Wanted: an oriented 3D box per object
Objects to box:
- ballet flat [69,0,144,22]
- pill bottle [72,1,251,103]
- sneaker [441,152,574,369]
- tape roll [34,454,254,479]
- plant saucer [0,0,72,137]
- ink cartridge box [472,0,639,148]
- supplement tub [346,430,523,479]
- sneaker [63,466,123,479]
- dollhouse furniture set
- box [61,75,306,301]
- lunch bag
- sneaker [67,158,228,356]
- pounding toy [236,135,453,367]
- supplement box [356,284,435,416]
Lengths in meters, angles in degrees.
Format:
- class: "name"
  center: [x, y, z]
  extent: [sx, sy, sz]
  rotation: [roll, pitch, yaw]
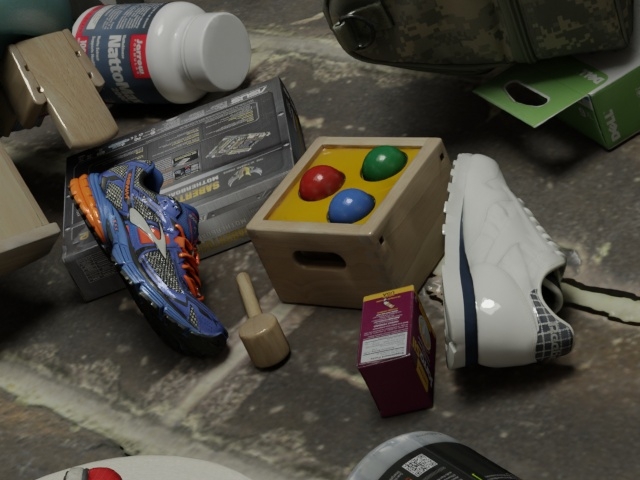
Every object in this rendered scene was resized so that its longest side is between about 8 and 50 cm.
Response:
- class: "ballet flat"
  center: [-0.306, -0.334, 2.007]
  extent: [0.095, 0.096, 0.280]
  rotation: [-33, 34, -14]
- class: "pill bottle"
  center: [-0.168, -0.197, 1.710]
  extent: [0.180, 0.108, 0.108]
  rotation: [3, 42, 36]
- class: "sneaker"
  center: [0.140, 0.015, 1.248]
  extent: [0.094, 0.090, 0.235]
  rotation: [-4, 39, 6]
- class: "tape roll"
  center: [-0.169, 0.299, 1.042]
  extent: [0.392, 0.072, 0.392]
  rotation: [-17, 33, 12]
- class: "plant saucer"
  center: [-0.374, -0.141, 1.582]
  extent: [0.317, 0.317, 0.044]
  rotation: [-31, 75, -9]
- class: "ink cartridge box"
  center: [0.250, -0.143, 1.402]
  extent: [0.209, 0.062, 0.109]
  rotation: [-32, 33, -10]
- class: "supplement tub"
  center: [0.101, 0.198, 0.965]
  extent: [0.117, 0.117, 0.190]
  rotation: [-37, 34, -19]
- class: "sneaker"
  center: [-0.081, 0.226, 0.958]
  extent: [0.118, 0.107, 0.279]
  rotation: [-14, 33, -19]
- class: "dollhouse furniture set"
  center: [-0.356, -0.010, 1.571]
  extent: [0.286, 0.198, 0.303]
  rotation: [-22, -17, -35]
- class: "box"
  center: [-0.126, -0.052, 1.525]
  extent: [0.231, 0.056, 0.183]
  rotation: [-21, 34, 6]
- class: "lunch bag"
  center: [0.134, -0.298, 1.417]
  extent: [0.256, 0.212, 0.305]
  rotation: [-7, 48, 18]
- class: "sneaker"
  center: [-0.135, 0.006, 1.376]
  extent: [0.087, 0.083, 0.221]
  rotation: [-32, 59, -7]
- class: "pounding toy"
  center: [-0.010, 0.003, 1.336]
  extent: [0.181, 0.094, 0.206]
  rotation: [3, 41, 36]
- class: "supplement box"
  center: [0.057, 0.082, 1.216]
  extent: [0.043, 0.055, 0.083]
  rotation: [-14, 35, 16]
